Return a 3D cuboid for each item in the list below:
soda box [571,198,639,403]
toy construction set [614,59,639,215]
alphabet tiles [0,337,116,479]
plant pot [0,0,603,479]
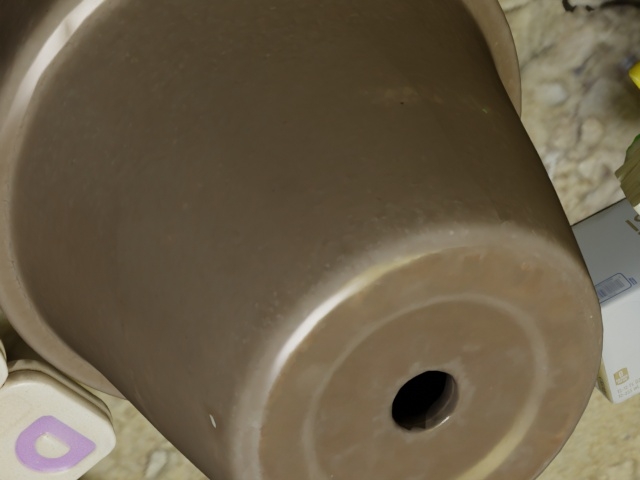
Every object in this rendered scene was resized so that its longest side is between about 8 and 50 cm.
[{"bbox_3d":[0.228,0.000,0.862,0.216,0.069,0.074,-26,128,-7],"label":"soda box"},{"bbox_3d":[0.269,-0.068,0.730,0.327,0.151,0.215,-45,102,0],"label":"toy construction set"},{"bbox_3d":[-0.239,0.137,0.734,0.284,0.021,0.278,-38,130,13],"label":"alphabet tiles"},{"bbox_3d":[0.000,0.000,0.653,0.263,0.229,0.263,-13,125,-19],"label":"plant pot"}]
